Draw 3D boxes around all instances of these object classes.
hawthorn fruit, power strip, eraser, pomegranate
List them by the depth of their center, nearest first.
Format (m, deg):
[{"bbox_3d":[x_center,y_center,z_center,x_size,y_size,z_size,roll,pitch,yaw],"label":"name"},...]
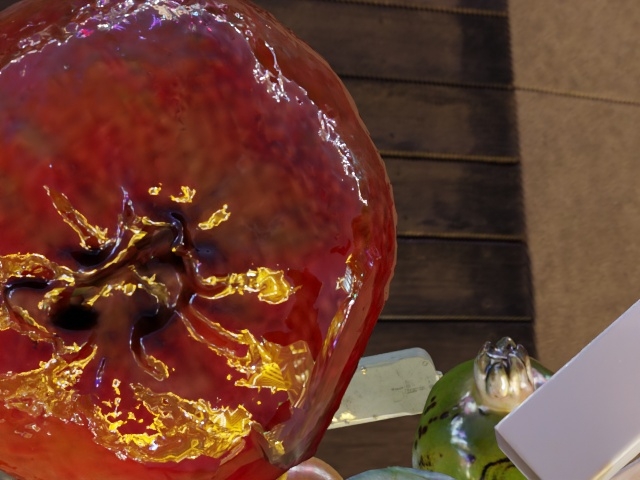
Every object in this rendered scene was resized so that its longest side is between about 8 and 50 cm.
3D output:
[{"bbox_3d":[-0.093,-0.013,0.591,0.265,0.307,0.265,0,104,0],"label":"hawthorn fruit"},{"bbox_3d":[0.268,0.078,0.823,0.298,0.076,0.078,-39,67,-6],"label":"eraser"},{"bbox_3d":[0.171,0.174,1.029,0.180,0.180,0.209,-34,131,-26],"label":"pomegranate"},{"bbox_3d":[0.039,0.187,1.350,0.227,0.029,0.080,-11,107,6],"label":"power strip"}]

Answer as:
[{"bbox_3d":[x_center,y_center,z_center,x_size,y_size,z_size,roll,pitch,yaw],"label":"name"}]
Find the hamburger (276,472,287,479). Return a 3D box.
[{"bbox_3d":[-0.136,0.214,1.118,0.237,0.237,0.149,12,112,-19],"label":"hamburger"}]

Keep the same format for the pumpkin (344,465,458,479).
[{"bbox_3d":[0.080,0.305,0.696,0.293,0.197,0.263,34,26,8],"label":"pumpkin"}]

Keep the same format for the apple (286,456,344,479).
[{"bbox_3d":[-0.037,0.407,1.533,0.209,0.164,0.209,2,58,-3],"label":"apple"}]

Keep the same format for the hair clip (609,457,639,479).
[{"bbox_3d":[0.225,0.346,1.126,0.331,0.085,0.101,-38,66,13],"label":"hair clip"}]

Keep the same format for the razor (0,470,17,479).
[{"bbox_3d":[-0.332,0.301,1.164,0.107,0.189,0.327,-34,105,-46],"label":"razor"}]
